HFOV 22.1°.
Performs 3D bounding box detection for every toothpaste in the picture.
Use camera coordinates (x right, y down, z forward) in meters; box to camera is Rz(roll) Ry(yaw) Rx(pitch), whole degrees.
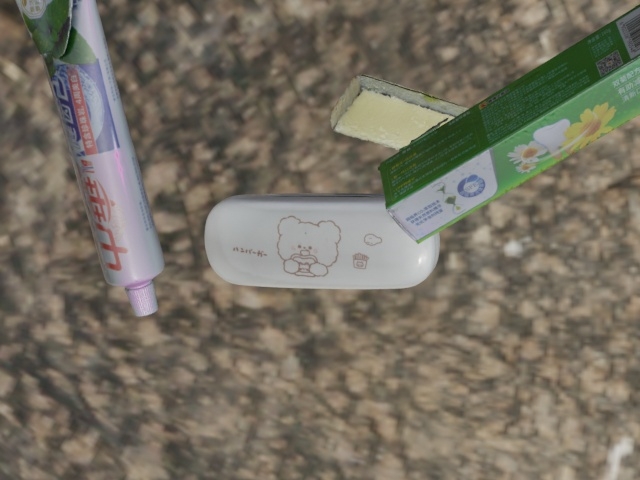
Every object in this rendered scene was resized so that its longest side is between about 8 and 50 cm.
[{"bbox_3d":[0.114,-0.063,0.863,0.178,0.043,0.037,-31,129,18],"label":"toothpaste"},{"bbox_3d":[-0.097,-0.046,0.715,0.028,0.045,0.170,-32,115,-46],"label":"toothpaste"}]

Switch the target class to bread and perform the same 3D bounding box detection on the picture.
[{"bbox_3d":[0.088,-0.114,1.563,0.154,0.068,0.028,14,47,-22],"label":"bread"}]

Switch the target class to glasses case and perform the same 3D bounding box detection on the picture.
[{"bbox_3d":[0.000,0.000,1.313,0.193,0.049,0.074,1,103,16],"label":"glasses case"}]
